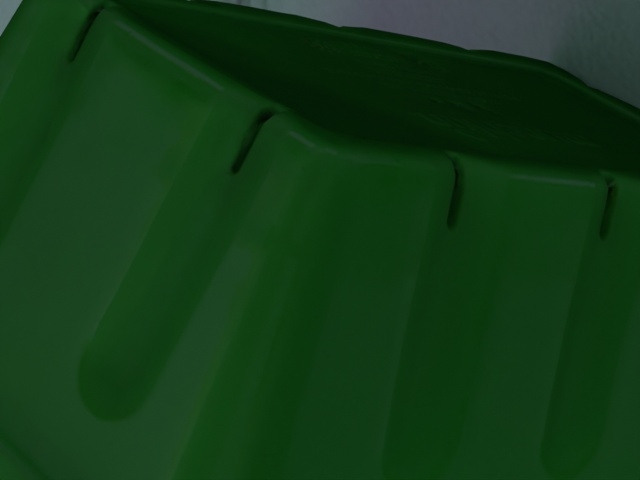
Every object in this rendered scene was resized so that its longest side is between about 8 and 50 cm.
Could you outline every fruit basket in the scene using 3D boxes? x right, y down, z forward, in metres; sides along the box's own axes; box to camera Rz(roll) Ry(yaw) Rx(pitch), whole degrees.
[{"bbox_3d":[-0.018,0.099,0.702,0.283,0.392,0.392,35,131,41],"label":"fruit basket"}]
